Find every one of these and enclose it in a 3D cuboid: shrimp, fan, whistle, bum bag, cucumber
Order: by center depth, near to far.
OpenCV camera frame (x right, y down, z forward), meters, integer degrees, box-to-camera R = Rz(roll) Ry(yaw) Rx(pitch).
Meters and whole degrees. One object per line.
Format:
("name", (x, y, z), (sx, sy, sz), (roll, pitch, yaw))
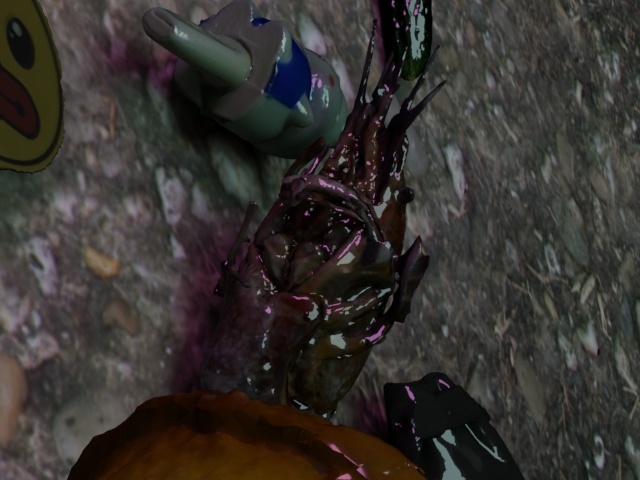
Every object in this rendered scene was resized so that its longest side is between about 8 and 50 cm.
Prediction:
("fan", (-0.221, -0.108, 0.973), (0.229, 0.011, 0.335), (45, 28, -48))
("shrimp", (0.000, 0.001, 1.164), (0.145, 0.116, 0.343), (25, 85, -37))
("whistle", (-0.049, -0.123, 1.214), (0.110, 0.092, 0.244), (41, 7, 34))
("bum bag", (0.132, 0.238, 1.373), (0.142, 0.080, 0.326), (-55, 126, -40))
("cucumber", (0.074, -0.251, 1.491), (0.058, 0.052, 0.214), (0, 78, -35))

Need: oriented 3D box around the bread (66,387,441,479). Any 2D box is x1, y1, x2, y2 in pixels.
("bread", (-0.040, 0.281, 0.855), (0.215, 0.398, 0.398), (-30, 103, -48))
